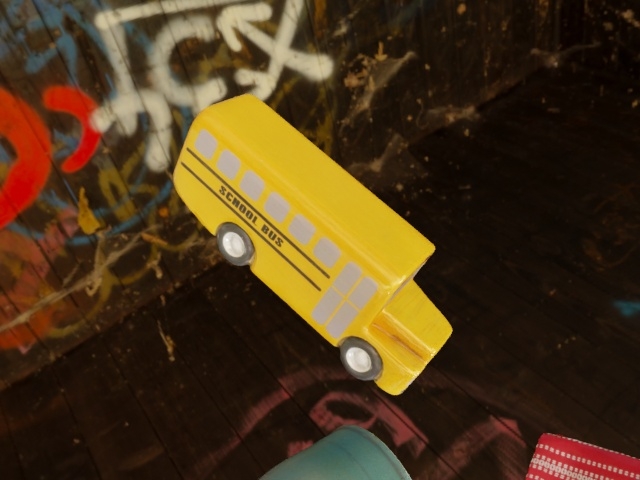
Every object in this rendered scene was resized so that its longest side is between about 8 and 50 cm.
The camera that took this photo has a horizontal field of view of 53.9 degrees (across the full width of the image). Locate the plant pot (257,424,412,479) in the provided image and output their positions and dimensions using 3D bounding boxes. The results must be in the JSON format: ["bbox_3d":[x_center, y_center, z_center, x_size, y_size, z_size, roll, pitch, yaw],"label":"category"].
[{"bbox_3d":[-0.021,0.430,0.869,0.255,0.272,0.271,-13,-146,-30],"label":"plant pot"}]

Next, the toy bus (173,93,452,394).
[{"bbox_3d":[0.000,0.000,0.665,0.332,0.130,0.108,41,-142,11],"label":"toy bus"}]

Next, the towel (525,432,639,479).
[{"bbox_3d":[0.175,0.276,0.445,0.275,0.031,0.199,-56,-161,-16],"label":"towel"}]
